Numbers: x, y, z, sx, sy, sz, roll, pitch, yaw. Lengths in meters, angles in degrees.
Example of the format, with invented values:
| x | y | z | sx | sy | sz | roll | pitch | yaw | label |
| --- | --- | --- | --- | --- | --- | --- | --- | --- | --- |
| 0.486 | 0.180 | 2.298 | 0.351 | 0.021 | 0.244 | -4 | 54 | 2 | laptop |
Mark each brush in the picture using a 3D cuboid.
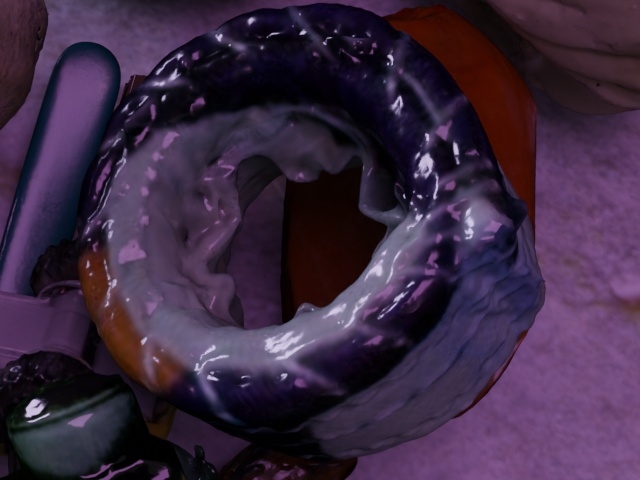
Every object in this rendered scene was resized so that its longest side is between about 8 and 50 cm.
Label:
| x | y | z | sx | sy | sz | roll | pitch | yaw | label |
| --- | --- | --- | --- | --- | --- | --- | --- | --- | --- |
| -0.166 | -0.030 | 1.073 | 0.043 | 0.032 | 0.193 | 18 | 80 | -15 | brush |

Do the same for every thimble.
| x | y | z | sx | sy | sz | roll | pitch | yaw | label |
| --- | --- | --- | --- | --- | --- | --- | --- | --- | --- |
| 0.000 | 0.000 | 0.911 | 0.237 | 0.150 | 0.237 | -6 | 70 | 18 | thimble |

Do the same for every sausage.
| x | y | z | sx | sy | sz | roll | pitch | yaw | label |
| --- | --- | --- | --- | --- | --- | --- | --- | --- | --- |
| 0.054 | -0.014 | 1.060 | 0.141 | 0.153 | 0.268 | 32 | 55 | -52 | sausage |

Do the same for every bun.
| x | y | z | sx | sy | sz | roll | pitch | yaw | label |
| --- | --- | --- | --- | --- | --- | --- | --- | --- | --- |
| 0.156 | -0.191 | 1.111 | 0.160 | 0.259 | 0.259 | -41 | 87 | -19 | bun |

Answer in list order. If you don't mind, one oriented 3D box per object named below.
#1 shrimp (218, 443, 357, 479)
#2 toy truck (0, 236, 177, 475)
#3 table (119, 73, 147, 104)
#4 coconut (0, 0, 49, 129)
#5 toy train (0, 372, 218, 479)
| x | y | z | sx | sy | sz | roll | pitch | yaw | label |
| --- | --- | --- | --- | --- | --- | --- | --- | --- | --- |
| 0.061 | 0.176 | 1.049 | 0.262 | 0.066 | 0.117 | 5 | 71 | -17 | shrimp |
| -0.219 | 0.062 | 0.977 | 0.286 | 0.111 | 0.136 | 13 | 37 | -3 | toy truck |
| -0.098 | -0.044 | 1.066 | 0.070 | 0.083 | 0.082 | 16 | 65 | -9 | table |
| -0.270 | -0.145 | 0.961 | 0.224 | 0.224 | 0.234 | -28 | 74 | -23 | coconut |
| -0.116 | 0.297 | 0.854 | 0.272 | 0.179 | 0.442 | -21 | 99 | -20 | toy train |
